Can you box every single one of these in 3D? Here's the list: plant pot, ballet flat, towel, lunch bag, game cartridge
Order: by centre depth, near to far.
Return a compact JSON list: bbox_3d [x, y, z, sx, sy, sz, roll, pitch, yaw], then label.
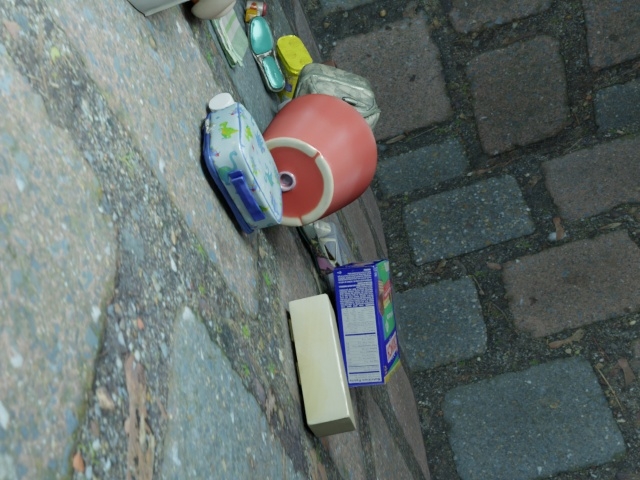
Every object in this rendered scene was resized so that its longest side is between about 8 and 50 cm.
[{"bbox_3d":[-0.144,-0.132,1.386,0.219,0.090,0.176,63,13,-45],"label":"lunch bag"},{"bbox_3d":[-0.033,-0.161,1.611,0.275,0.275,0.243,70,24,-16],"label":"plant pot"},{"bbox_3d":[-0.244,-0.588,1.744,0.248,0.038,0.325,-90,161,-61],"label":"towel"},{"bbox_3d":[0.014,-0.250,1.835,0.256,0.212,0.305,-92,-159,-59],"label":"lunch bag"},{"bbox_3d":[0.000,0.000,1.988,0.077,0.079,0.221,-91,161,-55],"label":"ballet flat"},{"bbox_3d":[-0.158,-0.512,2.056,0.068,0.072,0.213,10,-60,70],"label":"ballet flat"},{"bbox_3d":[0.064,0.100,2.255,0.198,0.062,0.297,64,13,-60],"label":"game cartridge"}]

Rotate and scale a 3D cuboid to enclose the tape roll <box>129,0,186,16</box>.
[{"bbox_3d":[-0.252,-0.513,1.199,0.246,0.169,0.246,-18,90,-80],"label":"tape roll"}]

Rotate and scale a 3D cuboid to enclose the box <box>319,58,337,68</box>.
[{"bbox_3d":[0.012,-0.415,2.414,0.381,0.191,0.143,50,26,-65],"label":"box"}]

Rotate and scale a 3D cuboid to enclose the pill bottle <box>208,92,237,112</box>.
[{"bbox_3d":[-0.174,-0.230,1.456,0.116,0.065,0.065,62,15,-46],"label":"pill bottle"}]

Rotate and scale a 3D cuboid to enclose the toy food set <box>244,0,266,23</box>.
[{"bbox_3d":[-0.147,-0.714,2.065,0.111,0.104,0.232,-138,-124,-78],"label":"toy food set"}]

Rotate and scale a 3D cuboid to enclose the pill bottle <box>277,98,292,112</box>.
[{"bbox_3d":[-0.048,-0.288,2.081,0.119,0.119,0.208,17,56,-78],"label":"pill bottle"}]

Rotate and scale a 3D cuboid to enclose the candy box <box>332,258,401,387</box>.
[{"bbox_3d":[0.131,0.220,2.039,0.268,0.122,0.317,-10,95,-76],"label":"candy box"}]

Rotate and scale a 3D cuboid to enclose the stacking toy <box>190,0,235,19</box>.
[{"bbox_3d":[-0.246,-0.713,1.439,0.480,0.350,0.350,49,18,-18],"label":"stacking toy"}]

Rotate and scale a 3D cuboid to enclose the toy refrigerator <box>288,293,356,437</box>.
[{"bbox_3d":[-0.001,0.258,1.532,0.102,0.094,0.269,70,9,-60],"label":"toy refrigerator"}]

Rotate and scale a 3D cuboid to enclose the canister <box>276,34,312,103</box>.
[{"bbox_3d":[-0.085,-0.479,2.112,0.126,0.073,0.170,62,-22,22],"label":"canister"}]
